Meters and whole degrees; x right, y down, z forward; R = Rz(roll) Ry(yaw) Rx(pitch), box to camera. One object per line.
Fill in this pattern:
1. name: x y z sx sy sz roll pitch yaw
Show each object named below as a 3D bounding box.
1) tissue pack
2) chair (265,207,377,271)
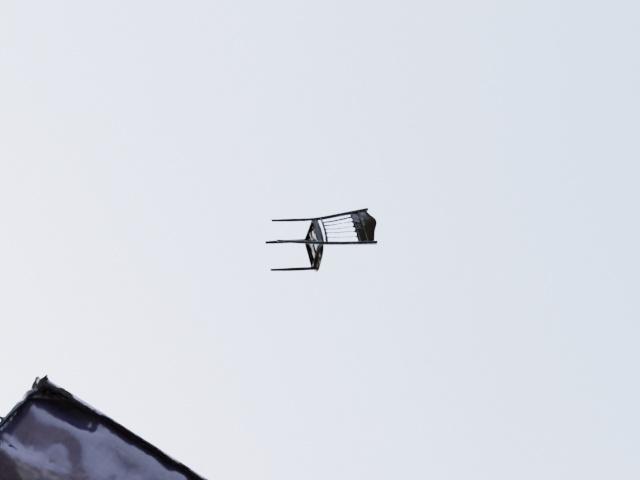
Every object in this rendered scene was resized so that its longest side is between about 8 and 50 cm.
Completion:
1. tissue pack: -0.136 0.294 0.995 0.343 0.125 0.242 30 -47 6
2. chair: 0.000 0.001 0.956 0.042 0.086 0.037 101 -20 -51
